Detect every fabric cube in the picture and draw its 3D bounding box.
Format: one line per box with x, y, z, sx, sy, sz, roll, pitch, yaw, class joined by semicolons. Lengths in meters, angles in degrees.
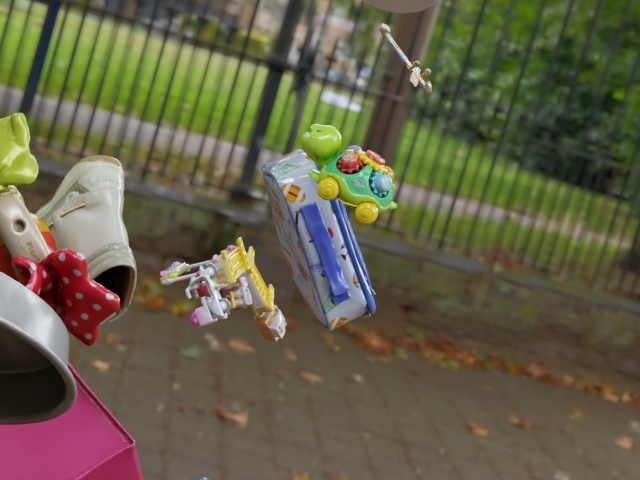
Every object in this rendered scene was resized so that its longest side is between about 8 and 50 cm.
-0.375;0.286;1.680;0.254;0.259;0.258;46;-24;29;fabric cube

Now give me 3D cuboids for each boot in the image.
-0.269;0.031;1.548;0.077;0.213;0.165;9;48;-33;boot

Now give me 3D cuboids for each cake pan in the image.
-0.355;0.081;1.250;0.293;0.054;0.293;10;-29;6;cake pan

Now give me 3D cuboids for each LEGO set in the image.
-0.144;0.075;1.987;0.107;0.132;0.287;-14;-13;13;LEGO set

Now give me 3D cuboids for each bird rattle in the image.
-0.301;0.003;1.432;0.253;0.143;0.207;50;-17;4;bird rattle

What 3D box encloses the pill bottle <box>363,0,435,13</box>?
0.126;-0.451;1.817;0.169;0.301;0.169;13;-27;7;pill bottle

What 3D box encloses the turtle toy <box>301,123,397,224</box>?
0.032;-0.075;1.534;0.130;0.066;0.095;33;15;-3;turtle toy

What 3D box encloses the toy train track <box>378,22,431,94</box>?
0.086;-0.179;1.362;0.083;0.014;0.048;50;24;-19;toy train track

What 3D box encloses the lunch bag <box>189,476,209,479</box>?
-0.124;0.246;1.147;0.067;0.098;0.065;43;19;32;lunch bag

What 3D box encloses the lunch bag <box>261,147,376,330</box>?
0.000;0.000;2.326;0.115;0.303;0.243;-22;12;-7;lunch bag
